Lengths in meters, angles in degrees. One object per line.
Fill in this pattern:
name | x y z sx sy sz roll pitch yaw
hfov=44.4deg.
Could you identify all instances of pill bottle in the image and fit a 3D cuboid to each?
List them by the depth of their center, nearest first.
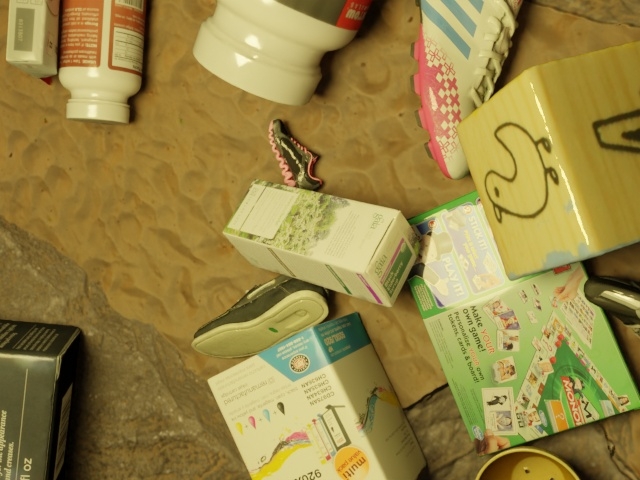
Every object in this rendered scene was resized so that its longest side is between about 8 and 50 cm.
pill bottle | -0.017 -0.370 0.987 0.210 0.210 0.363 34 113 18
pill bottle | -0.326 -0.285 1.170 0.121 0.121 0.216 6 93 22

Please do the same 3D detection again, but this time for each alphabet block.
alphabet block | 0.294 -0.085 0.859 0.193 0.192 0.197 -16 83 -17

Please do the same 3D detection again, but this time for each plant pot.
plant pot | 0.262 0.309 0.962 0.134 0.095 0.134 1 92 21

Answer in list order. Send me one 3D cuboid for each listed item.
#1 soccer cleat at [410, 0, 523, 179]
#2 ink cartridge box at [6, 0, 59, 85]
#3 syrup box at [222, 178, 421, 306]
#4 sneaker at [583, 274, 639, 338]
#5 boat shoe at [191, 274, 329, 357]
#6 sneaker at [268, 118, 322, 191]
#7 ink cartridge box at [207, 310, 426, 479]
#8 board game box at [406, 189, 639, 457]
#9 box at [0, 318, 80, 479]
soccer cleat | 0.186 -0.245 0.970 0.143 0.116 0.331 -7 88 22
ink cartridge box | -0.402 -0.337 1.162 0.066 0.232 0.189 4 92 -1
syrup box | 0.000 0.000 1.016 0.237 0.096 0.093 15 66 34
sneaker | 0.398 0.133 0.901 0.229 0.086 0.132 20 104 10
boat shoe | -0.086 0.106 1.119 0.233 0.084 0.079 -27 44 27
sneaker | -0.033 -0.119 1.102 0.057 0.047 0.119 -21 91 14
ink cartridge box | 0.001 0.240 1.025 0.171 0.168 0.232 -29 81 19
board game box | 0.240 0.090 0.993 0.213 0.046 0.317 -23 82 20
box | -0.578 0.268 1.146 0.396 0.212 0.293 6 94 -9
